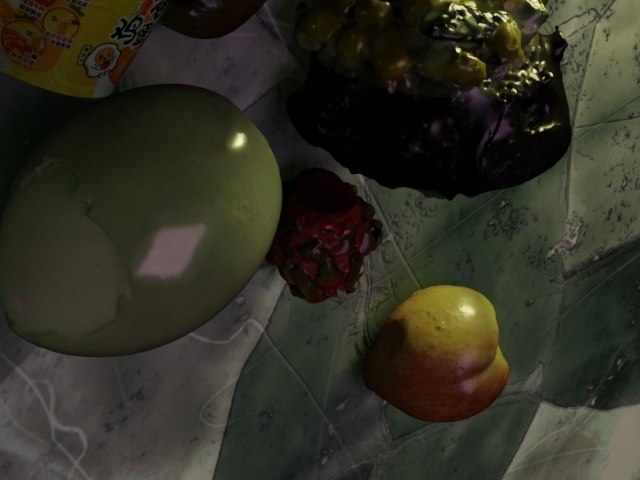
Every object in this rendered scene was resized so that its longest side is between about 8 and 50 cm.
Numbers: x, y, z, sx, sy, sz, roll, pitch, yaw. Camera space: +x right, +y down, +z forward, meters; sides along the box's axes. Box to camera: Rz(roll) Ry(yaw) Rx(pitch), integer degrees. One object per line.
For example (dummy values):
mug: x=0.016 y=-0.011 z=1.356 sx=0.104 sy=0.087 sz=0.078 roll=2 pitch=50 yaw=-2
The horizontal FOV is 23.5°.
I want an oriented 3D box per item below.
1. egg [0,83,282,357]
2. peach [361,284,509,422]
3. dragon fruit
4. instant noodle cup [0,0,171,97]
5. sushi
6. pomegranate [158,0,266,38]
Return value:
egg: x=-0.214 y=-0.014 z=1.708 sx=0.336 sy=0.278 sz=0.278 roll=-41 pitch=140 yaw=-31
peach: x=0.173 y=0.179 z=2.380 sx=0.232 sy=0.232 sz=0.232 roll=-28 pitch=134 yaw=-34
dragon fruit: x=0.000 y=0.000 z=2.086 sx=0.166 sy=0.160 sz=0.172 roll=-73 pitch=179 yaw=-47
instant noodle cup: x=-0.257 y=-0.276 z=1.514 sx=0.264 sy=0.264 sz=0.200 roll=7 pitch=119 yaw=-50
sushi: x=0.157 y=-0.242 z=1.941 sx=0.328 sy=0.329 sz=0.285 roll=-25 pitch=138 yaw=-29
pomegranate: x=-0.126 y=-0.330 z=1.701 sx=0.180 sy=0.180 sz=0.209 roll=71 pitch=24 yaw=-46
